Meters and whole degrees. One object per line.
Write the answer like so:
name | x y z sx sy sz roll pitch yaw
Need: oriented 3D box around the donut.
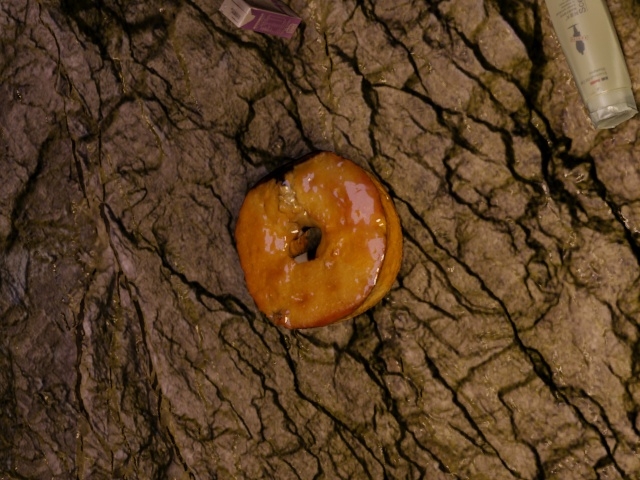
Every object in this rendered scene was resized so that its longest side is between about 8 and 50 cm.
donut | -0.002 0.002 2.163 0.253 0.118 0.253 0 89 42

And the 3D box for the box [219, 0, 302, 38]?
box | -0.082 -0.312 2.229 0.050 0.117 0.036 44 113 29

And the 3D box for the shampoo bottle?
shampoo bottle | 0.322 -0.240 1.941 0.072 0.049 0.212 -26 74 32
